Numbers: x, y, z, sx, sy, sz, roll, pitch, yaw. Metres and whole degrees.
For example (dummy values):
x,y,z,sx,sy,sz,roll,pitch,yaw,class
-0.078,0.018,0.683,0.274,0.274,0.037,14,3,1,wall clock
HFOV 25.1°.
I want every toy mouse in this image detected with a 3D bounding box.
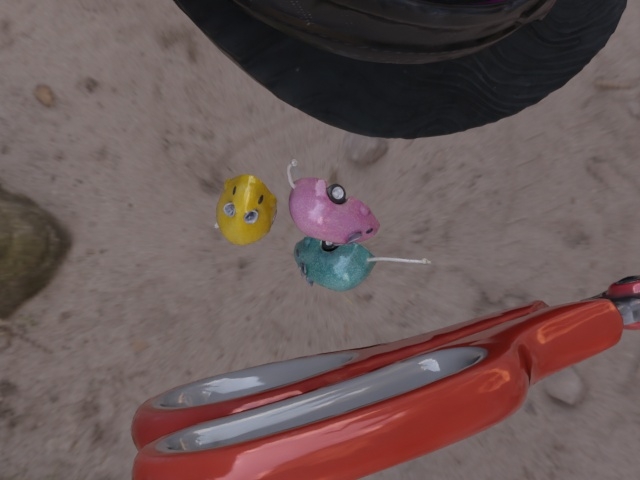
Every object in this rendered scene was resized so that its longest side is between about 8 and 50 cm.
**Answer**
x,y,z,sx,sy,sz,roll,pitch,yaw,class
0.000,0.000,0.922,0.143,0.161,0.031,23,67,-1,toy mouse

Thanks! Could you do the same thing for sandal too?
x,y,z,sx,sy,sz,roll,pitch,yaw,class
-0.004,-0.142,0.474,0.167,0.446,0.107,-51,49,5,sandal

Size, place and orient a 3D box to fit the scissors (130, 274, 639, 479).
x,y,z,sx,sy,sz,roll,pitch,yaw,class
0.084,0.024,0.411,0.297,0.109,0.021,-13,93,-19,scissors
